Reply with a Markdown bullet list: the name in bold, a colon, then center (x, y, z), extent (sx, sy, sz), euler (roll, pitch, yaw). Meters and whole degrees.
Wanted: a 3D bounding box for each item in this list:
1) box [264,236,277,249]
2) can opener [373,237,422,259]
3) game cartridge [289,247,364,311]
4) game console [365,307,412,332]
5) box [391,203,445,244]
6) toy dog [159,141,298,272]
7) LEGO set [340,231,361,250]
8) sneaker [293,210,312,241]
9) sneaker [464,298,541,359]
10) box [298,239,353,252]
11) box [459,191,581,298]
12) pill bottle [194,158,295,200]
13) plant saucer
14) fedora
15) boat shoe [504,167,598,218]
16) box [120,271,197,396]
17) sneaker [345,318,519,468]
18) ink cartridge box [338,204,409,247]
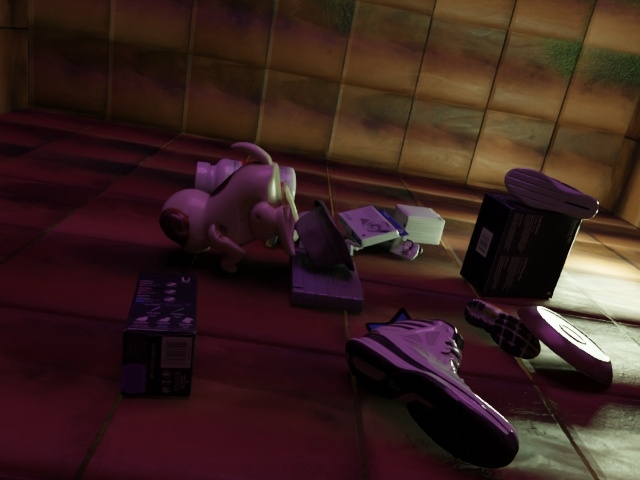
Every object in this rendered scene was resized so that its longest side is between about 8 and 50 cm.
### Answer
- **box**: center (-0.184, -0.043, 2.043), extent (0.043, 0.105, 0.179), euler (12, 19, -16)
- **can opener**: center (0.278, 0.011, 2.217), extent (0.280, 0.074, 0.093), euler (21, -12, 23)
- **game cartridge**: center (0.014, 0.125, 1.764), extent (0.230, 0.068, 0.355), euler (12, 19, -8)
- **game console**: center (0.199, 0.242, 1.525), extent (0.071, 0.107, 0.122), euler (34, 12, -22)
- **box**: center (0.437, -0.074, 2.431), extent (0.181, 0.119, 0.181), euler (7, 20, -12)
- **toy dog**: center (-0.306, -0.083, 1.721), extent (0.407, 0.396, 0.285), euler (-13, 34, 7)
- **LEGO set**: center (0.055, -0.001, 2.175), extent (0.244, 0.060, 0.182), euler (22, 15, 15)
- **sneaker**: center (-0.076, -0.068, 2.110), extent (0.121, 0.099, 0.262), euler (-24, 13, 18)
- **sneaker**: center (0.567, 0.257, 1.633), extent (0.118, 0.107, 0.279), euler (9, 20, -34)
- **box**: center (0.024, 0.025, 1.971), extent (0.186, 0.038, 0.145), euler (6, -3, 8)
- **box**: center (0.733, 0.023, 1.993), extent (0.312, 0.344, 0.179), euler (5, 22, -18)
- **pill bottle**: center (-0.323, -0.223, 2.282), extent (0.407, 0.229, 0.229), euler (6, 20, -14)
- **plant saucer**: center (0.712, 0.284, 1.552), extent (0.310, 0.050, 0.311), euler (29, 17, -10)
- **fedora**: center (0.000, 0.000, 1.768), extent (0.124, 0.244, 0.275), euler (-24, 50, -3)
- **boat shoe**: center (0.794, -0.161, 1.889), extent (0.335, 0.121, 0.119), euler (24, 15, -1)
- **box**: center (-0.351, 0.201, 1.204), extent (0.143, 0.165, 0.270), euler (5, 21, -14)
- **sneaker**: center (0.289, 0.292, 1.210), extent (0.257, 0.169, 0.447), euler (-24, 35, -32)
- **ink cartridge box**: center (0.217, -0.068, 2.208), extent (0.223, 0.045, 0.223), euler (-14, 36, -20)
